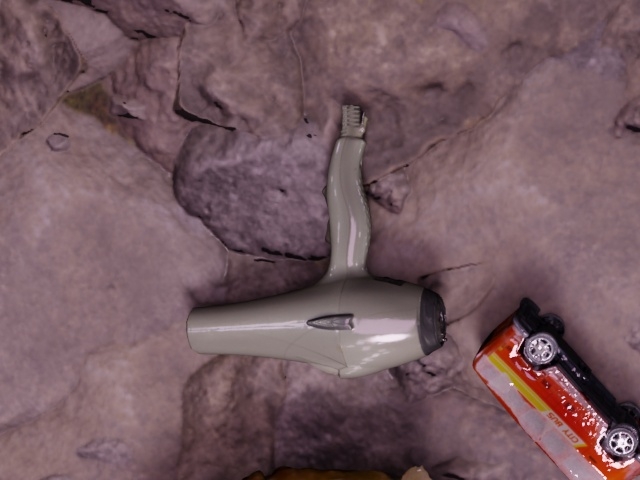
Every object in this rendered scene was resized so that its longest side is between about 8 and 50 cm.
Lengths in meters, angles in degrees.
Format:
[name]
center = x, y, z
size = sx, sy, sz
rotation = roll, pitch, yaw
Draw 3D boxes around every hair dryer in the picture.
[hair dryer]
center = -0.023, 0.024, 1.388
size = 0.219, 0.088, 0.225
rotation = -24, 79, 13

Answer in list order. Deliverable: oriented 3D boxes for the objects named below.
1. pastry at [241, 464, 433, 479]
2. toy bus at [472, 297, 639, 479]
[pastry]
center = -0.012, 0.337, 1.328
size = 0.329, 0.136, 0.330
rotation = -4, 64, 7
[toy bus]
center = 0.204, 0.136, 1.363
size = 0.077, 0.079, 0.174
rotation = -41, 90, 18
